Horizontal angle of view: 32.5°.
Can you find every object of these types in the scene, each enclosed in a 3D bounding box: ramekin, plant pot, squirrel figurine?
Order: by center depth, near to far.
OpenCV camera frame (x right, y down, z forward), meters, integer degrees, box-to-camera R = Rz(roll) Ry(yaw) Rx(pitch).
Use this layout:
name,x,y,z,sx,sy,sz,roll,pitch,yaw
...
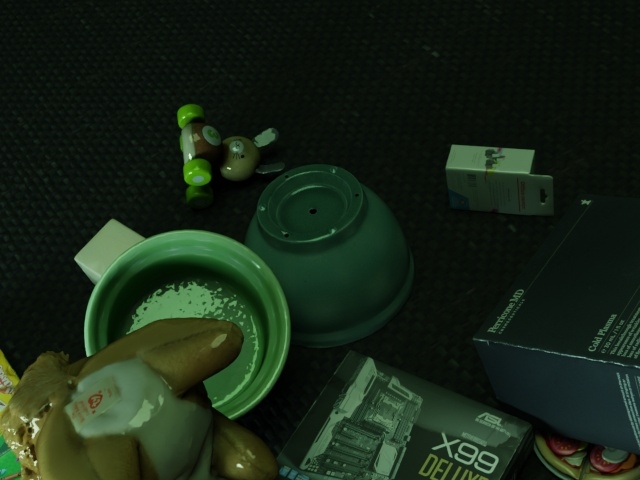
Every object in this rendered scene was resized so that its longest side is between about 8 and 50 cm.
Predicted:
name,x,y,z,sx,sy,sz,roll,pitch,yaw
squirrel figurine,-0.229,0.316,1.482,0.397,0.370,0.281,0,49,33
ramekin,-0.201,0.148,1.683,0.303,0.148,0.303,1,75,-5
plant pot,0.000,0.000,1.808,0.293,0.196,0.293,-7,47,7

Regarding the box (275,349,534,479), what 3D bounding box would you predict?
name,x,y,z,sx,sy,sz,roll,pitch,yaw
box,0.115,0.317,1.570,0.307,0.076,0.242,20,58,29

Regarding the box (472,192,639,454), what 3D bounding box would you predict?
name,x,y,z,sx,sy,sz,roll,pitch,yaw
box,0.447,0.109,1.539,0.312,0.179,0.343,8,44,43

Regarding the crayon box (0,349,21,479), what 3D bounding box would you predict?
name,x,y,z,sx,sy,sz,roll,pitch,yaw
crayon box,-0.551,0.276,1.773,0.165,0.081,0.278,-34,50,-17

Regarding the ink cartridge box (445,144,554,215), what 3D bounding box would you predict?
name,x,y,z,sx,sy,sz,roll,pitch,yaw
ink cartridge box,0.312,-0.102,1.883,0.181,0.104,0.061,6,51,18

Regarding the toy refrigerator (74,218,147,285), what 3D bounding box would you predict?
name,x,y,z,sx,sy,sz,roll,pitch,yaw
toy refrigerator,-0.287,0.075,1.885,0.269,0.094,0.102,28,67,33

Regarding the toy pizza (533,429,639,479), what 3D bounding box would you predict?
name,x,y,z,sx,sy,sz,roll,pitch,yaw
toy pizza,0.401,0.264,1.579,0.201,0.032,0.201,-7,47,8

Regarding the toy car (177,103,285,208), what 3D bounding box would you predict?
name,x,y,z,sx,sy,sz,roll,pitch,yaw
toy car,-0.164,-0.161,2.044,0.188,0.149,0.155,-6,59,-7
